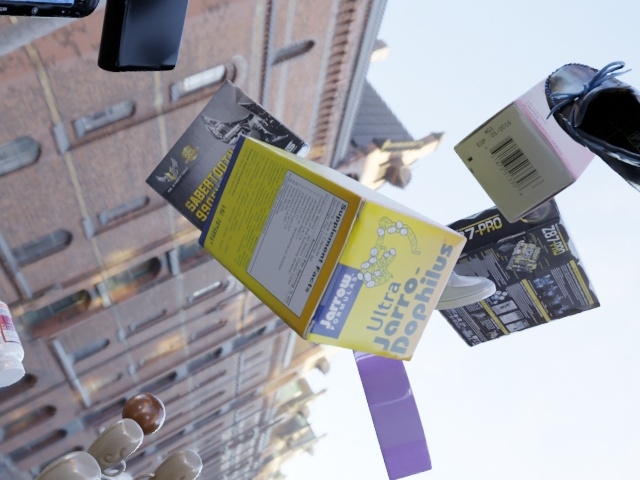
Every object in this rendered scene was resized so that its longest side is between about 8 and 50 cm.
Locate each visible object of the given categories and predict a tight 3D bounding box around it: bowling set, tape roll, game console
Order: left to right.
[{"bbox_3d":[-0.292,-0.315,0.928,0.044,0.361,0.213,26,-65,24],"label":"game console"},{"bbox_3d":[-0.235,0.303,0.895,0.287,0.154,0.200,41,17,-27],"label":"bowling set"},{"bbox_3d":[0.138,0.329,1.460,0.275,0.090,0.275,165,-90,-90],"label":"tape roll"}]

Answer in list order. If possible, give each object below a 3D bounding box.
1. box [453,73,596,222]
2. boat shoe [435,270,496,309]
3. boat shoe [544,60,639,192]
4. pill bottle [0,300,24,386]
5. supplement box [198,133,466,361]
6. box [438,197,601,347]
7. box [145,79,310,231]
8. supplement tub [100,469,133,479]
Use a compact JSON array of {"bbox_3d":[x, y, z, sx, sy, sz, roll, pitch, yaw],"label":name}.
[{"bbox_3d":[0.334,-0.152,1.149,0.149,0.232,0.127,52,-51,1],"label":"box"},{"bbox_3d":[0.189,0.073,1.201,0.184,0.066,0.063,-8,-76,29],"label":"boat shoe"},{"bbox_3d":[0.331,-0.146,0.824,0.089,0.109,0.258,38,12,-36],"label":"boat shoe"},{"bbox_3d":[-0.613,0.195,1.389,0.152,0.086,0.086,58,-20,27],"label":"pill bottle"},{"bbox_3d":[0.000,0.000,1.077,0.356,0.195,0.194,34,-76,53],"label":"supplement box"},{"bbox_3d":[0.390,0.075,1.560,0.395,0.318,0.097,45,32,-47],"label":"box"},{"bbox_3d":[-0.159,-0.131,1.272,0.183,0.231,0.056,41,3,10],"label":"box"},{"bbox_3d":[-0.412,0.496,1.093,0.228,0.316,0.228,11,-73,39],"label":"supplement tub"}]
